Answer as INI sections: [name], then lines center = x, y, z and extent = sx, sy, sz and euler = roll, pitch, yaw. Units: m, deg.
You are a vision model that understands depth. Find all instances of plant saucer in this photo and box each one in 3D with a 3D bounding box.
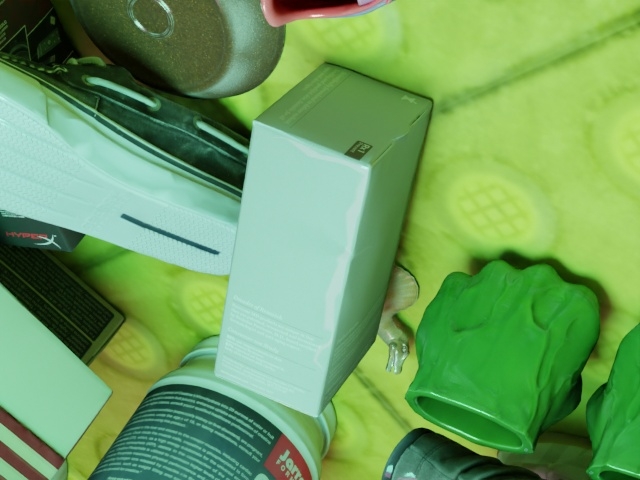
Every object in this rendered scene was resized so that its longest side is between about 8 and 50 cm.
[plant saucer]
center = -0.123, -0.181, 1.100
extent = 0.199, 0.036, 0.198
euler = 20, 139, 18

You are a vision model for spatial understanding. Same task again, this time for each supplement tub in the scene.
[supplement tub]
center = -0.116, 0.241, 1.345
extent = 0.191, 0.272, 0.191
euler = 19, 139, 17

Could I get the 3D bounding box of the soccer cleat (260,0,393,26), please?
[soccer cleat]
center = 0.069, -0.188, 0.912
extent = 0.248, 0.095, 0.083
euler = -6, 127, 39

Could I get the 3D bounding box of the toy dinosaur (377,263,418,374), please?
[toy dinosaur]
center = 0.036, 0.033, 1.216
extent = 0.093, 0.053, 0.183
euler = 0, 129, 14

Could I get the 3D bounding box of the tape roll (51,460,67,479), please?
[tape roll]
center = -0.490, 0.221, 1.743
extent = 0.392, 0.072, 0.392
euler = 19, 140, 17

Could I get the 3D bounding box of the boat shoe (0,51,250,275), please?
[boat shoe]
center = -0.189, -0.082, 1.118
extent = 0.335, 0.119, 0.121
euler = 28, 137, -28

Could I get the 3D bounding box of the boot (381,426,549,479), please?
[boot]
center = 0.212, 0.261, 1.190
extent = 0.223, 0.118, 0.338
euler = 20, 159, 47

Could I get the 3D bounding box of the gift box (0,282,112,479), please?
[gift box]
center = -0.361, 0.121, 1.250
extent = 0.276, 0.255, 0.258
euler = -3, 137, 46

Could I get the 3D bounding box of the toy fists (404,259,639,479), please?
[toy fists]
center = 0.208, 0.111, 1.096
extent = 0.279, 0.142, 0.096
euler = 21, 157, 16

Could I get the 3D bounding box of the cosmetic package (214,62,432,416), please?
[cosmetic package]
center = 0.000, 0.000, 1.092
extent = 0.107, 0.127, 0.237
euler = 20, 122, 17

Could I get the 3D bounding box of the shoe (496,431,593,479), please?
[shoe]
center = 0.253, 0.225, 1.245
extent = 0.219, 0.058, 0.076
euler = 16, 138, 21

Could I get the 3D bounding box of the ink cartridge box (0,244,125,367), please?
[ink cartridge box]
center = -0.343, 0.085, 1.487
extent = 0.193, 0.088, 0.235
euler = 43, 140, -10

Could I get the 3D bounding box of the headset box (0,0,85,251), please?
[headset box]
center = -0.321, -0.140, 1.218
extent = 0.218, 0.110, 0.293
euler = 5, 134, 31
